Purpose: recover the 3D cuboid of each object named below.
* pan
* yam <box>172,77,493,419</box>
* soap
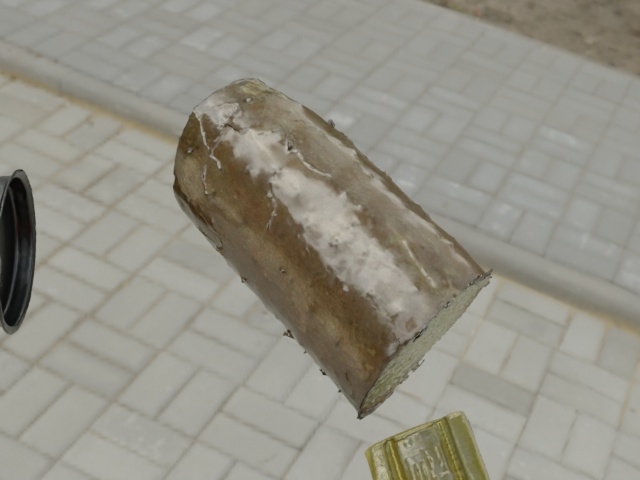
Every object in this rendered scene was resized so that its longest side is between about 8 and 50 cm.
[{"bbox_3d":[-0.251,0.013,0.819,0.028,0.136,0.235,2,5,-7],"label":"pan"},{"bbox_3d":[0.000,-0.001,0.756,0.129,0.128,0.238,-28,61,-36],"label":"yam"},{"bbox_3d":[0.112,0.259,0.835,0.092,0.037,0.252,-24,56,8],"label":"soap"}]
